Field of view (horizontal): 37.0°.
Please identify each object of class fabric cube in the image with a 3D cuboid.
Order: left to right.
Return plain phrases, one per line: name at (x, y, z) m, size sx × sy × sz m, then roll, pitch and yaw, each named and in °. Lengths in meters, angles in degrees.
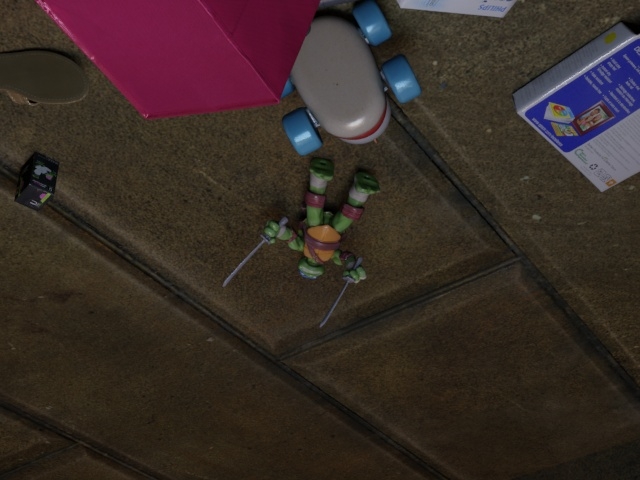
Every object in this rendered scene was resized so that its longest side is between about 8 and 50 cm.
fabric cube at (-0.175, -0.352, 1.297) m, size 0.254 × 0.258 × 0.259 m, roll 0°, pitch 146°, yaw 34°

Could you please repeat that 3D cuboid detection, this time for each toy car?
toy car at (0.046, -0.245, 1.599) m, size 0.219 × 0.210 × 0.238 m, roll -28°, pitch 165°, yaw 8°

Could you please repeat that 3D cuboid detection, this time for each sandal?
sandal at (-0.497, -0.267, 1.597) m, size 0.240 × 0.088 × 0.079 m, roll 6°, pitch 172°, yaw -1°

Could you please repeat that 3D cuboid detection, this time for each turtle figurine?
turtle figurine at (0.000, 0.000, 1.817) m, size 0.275 × 0.198 × 0.266 m, roll -23°, pitch 141°, yaw -49°

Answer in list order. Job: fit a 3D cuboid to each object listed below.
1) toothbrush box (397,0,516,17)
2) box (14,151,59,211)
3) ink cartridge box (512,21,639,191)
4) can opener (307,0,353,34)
toothbrush box at (0.234, -0.458, 1.306) m, size 0.216 × 0.126 × 0.295 m, roll -5°, pitch 149°, yaw -38°
box at (-0.522, -0.108, 1.761) m, size 0.052 × 0.083 × 0.062 m, roll 27°, pitch 131°, yaw -32°
ink cartridge box at (0.550, -0.246, 1.692) m, size 0.307 × 0.072 × 0.303 m, roll -33°, pitch 131°, yaw 28°
can opener at (0.017, -0.369, 1.481) m, size 0.283 × 0.076 × 0.095 m, roll -10°, pitch 120°, yaw 7°
